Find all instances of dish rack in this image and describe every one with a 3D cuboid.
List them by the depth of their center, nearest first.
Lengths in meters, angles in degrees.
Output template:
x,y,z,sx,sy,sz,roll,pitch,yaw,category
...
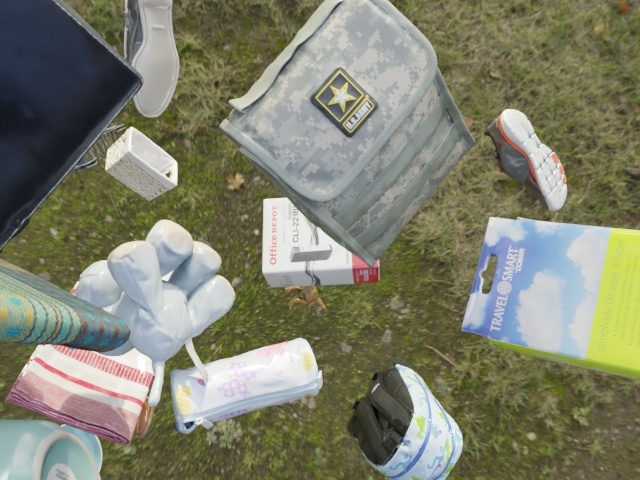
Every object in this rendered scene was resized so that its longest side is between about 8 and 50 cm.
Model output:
x,y,z,sx,sy,sz,roll,pitch,yaw,category
-0.664,-0.251,1.504,0.208,0.271,0.074,-9,114,15,dish rack

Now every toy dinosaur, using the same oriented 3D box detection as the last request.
x,y,z,sx,sy,sz,roll,pitch,yaw,category
-0.035,0.134,1.442,0.112,0.211,0.064,-15,56,0,toy dinosaur

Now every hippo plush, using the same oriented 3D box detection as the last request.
x,y,z,sx,sy,sz,roll,pitch,yaw,category
-0.313,0.125,0.999,0.234,0.237,0.294,-10,86,-54,hippo plush

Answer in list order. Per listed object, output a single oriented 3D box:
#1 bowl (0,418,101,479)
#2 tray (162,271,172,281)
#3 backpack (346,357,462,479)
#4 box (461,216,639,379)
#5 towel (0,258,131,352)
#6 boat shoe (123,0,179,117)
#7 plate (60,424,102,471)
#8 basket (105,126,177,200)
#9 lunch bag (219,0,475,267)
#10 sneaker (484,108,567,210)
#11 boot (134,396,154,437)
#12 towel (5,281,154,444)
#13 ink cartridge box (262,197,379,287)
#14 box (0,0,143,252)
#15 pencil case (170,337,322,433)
x,y,z,sx,sy,sz,roll,pitch,yaw,category
-0.387,0.359,0.692,0.163,0.311,0.311,-18,84,-4,bowl
-0.451,0.179,1.534,0.270,0.030,0.145,-28,89,-44,tray
0.232,0.521,1.519,0.273,0.355,0.290,36,87,5,backpack
0.211,0.043,0.418,0.178,0.042,0.109,8,72,35,box
-0.296,-0.018,0.240,0.271,0.370,0.040,21,82,22,towel
-0.391,-0.450,1.247,0.112,0.095,0.335,-2,100,-36,boat shoe
-0.653,0.577,1.435,0.188,0.024,0.188,-3,74,12,plate
-0.481,-0.199,1.468,0.103,0.167,0.113,-32,45,19,basket
0.038,-0.140,0.690,0.235,0.287,0.169,-50,48,-2,lunch bag
0.290,-0.109,0.777,0.061,0.065,0.158,-30,90,-32,sneaker
-0.480,0.374,1.287,0.152,0.197,0.073,22,113,-35,boot
-0.454,0.236,1.133,0.237,0.037,0.329,29,33,-17,towel
0.000,0.000,1.312,0.273,0.114,0.197,-4,67,5,ink cartridge box
-0.527,-0.287,0.647,0.297,0.472,0.480,-49,128,-1,box
-0.137,0.263,0.999,0.273,0.124,0.113,-12,102,-20,pencil case
